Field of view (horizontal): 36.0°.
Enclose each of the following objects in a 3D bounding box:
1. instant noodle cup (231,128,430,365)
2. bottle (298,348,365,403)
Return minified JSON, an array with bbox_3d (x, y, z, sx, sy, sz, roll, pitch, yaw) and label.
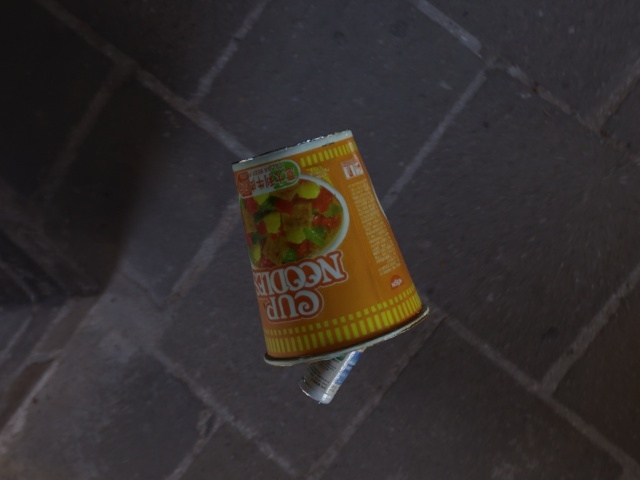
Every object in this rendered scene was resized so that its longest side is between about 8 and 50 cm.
[{"bbox_3d":[0.000,0.000,0.908,0.168,0.168,0.185,-14,97,16],"label":"instant noodle cup"},{"bbox_3d":[0.046,0.142,1.475,0.060,0.060,0.217,34,100,11],"label":"bottle"}]
